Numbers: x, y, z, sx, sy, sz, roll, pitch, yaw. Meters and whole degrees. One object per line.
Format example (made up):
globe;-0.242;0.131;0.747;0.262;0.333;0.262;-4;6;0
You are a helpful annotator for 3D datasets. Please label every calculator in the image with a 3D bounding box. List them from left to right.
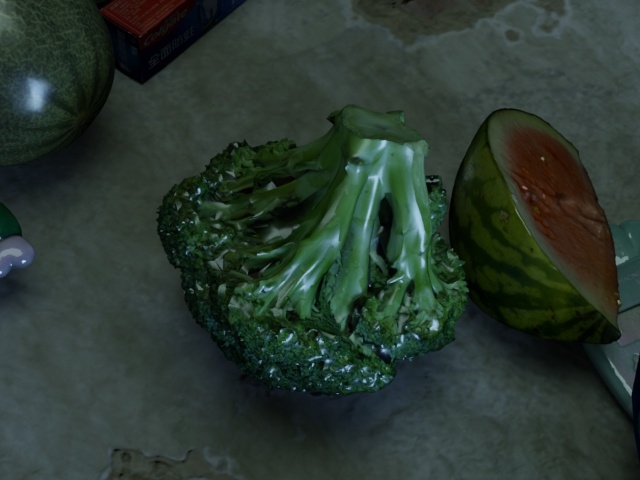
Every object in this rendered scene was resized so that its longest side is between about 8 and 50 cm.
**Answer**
calculator;0.348;0.098;1.796;0.184;0.042;0.295;-21;59;-16

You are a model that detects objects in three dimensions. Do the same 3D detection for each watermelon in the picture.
watermelon;0.181;-0.008;1.819;0.159;0.128;0.303;31;29;-24

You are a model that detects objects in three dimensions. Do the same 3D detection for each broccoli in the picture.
broccoli;0.000;0.000;1.727;0.308;0.275;0.308;16;26;-8

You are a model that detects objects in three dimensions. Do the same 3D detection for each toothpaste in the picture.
toothpaste;-0.108;-0.297;2.055;0.066;0.076;0.320;36;60;22

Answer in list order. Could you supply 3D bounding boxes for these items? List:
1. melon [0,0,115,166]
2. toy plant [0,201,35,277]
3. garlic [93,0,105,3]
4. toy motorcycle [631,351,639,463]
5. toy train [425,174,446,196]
melon;-0.349;-0.198;1.873;0.302;0.237;0.237;31;58;16
toy plant;-0.408;0.028;1.782;0.243;0.112;0.232;17;53;18
garlic;-0.308;-0.320;2.061;0.267;0.148;0.128;2;90;-6
toy motorcycle;0.350;0.186;1.617;0.191;0.200;0.326;-16;82;-13
toy train;0.081;-0.053;1.897;0.092;0.045;0.029;-1;55;1
